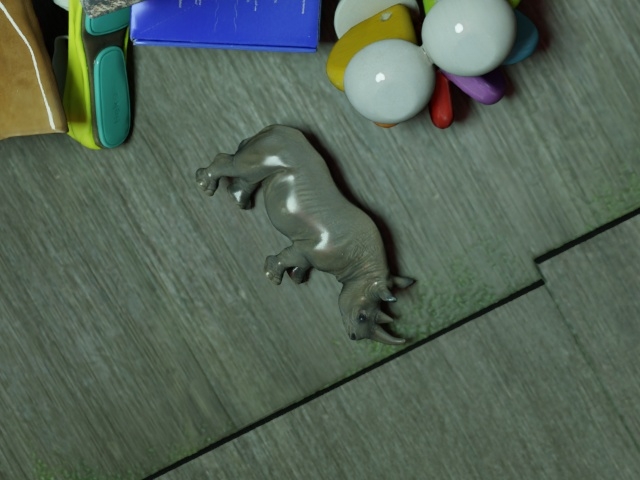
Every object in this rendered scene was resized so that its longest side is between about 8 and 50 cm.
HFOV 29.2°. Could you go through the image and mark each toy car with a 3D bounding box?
[{"bbox_3d":[0.102,-0.161,1.033,0.182,0.159,0.136,-30,125,20],"label":"toy car"}]

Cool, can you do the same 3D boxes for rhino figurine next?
[{"bbox_3d":[0.000,0.000,1.123,0.106,0.073,0.243,-38,90,24],"label":"rhino figurine"}]

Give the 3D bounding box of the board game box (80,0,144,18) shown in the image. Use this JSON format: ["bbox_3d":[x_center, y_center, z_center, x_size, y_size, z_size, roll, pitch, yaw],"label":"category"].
[{"bbox_3d":[-0.080,-0.328,0.925,0.291,0.141,0.232,-19,108,-4],"label":"board game box"}]

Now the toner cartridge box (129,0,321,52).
[{"bbox_3d":[-0.076,-0.339,1.037,0.165,0.075,0.347,1,105,-11],"label":"toner cartridge box"}]

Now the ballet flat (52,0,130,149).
[{"bbox_3d":[-0.214,-0.196,1.141,0.077,0.077,0.231,24,120,27],"label":"ballet flat"}]

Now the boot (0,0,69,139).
[{"bbox_3d":[-0.262,-0.229,1.057,0.264,0.096,0.280,-8,94,16],"label":"boot"}]

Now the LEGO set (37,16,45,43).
[{"bbox_3d":[-0.343,-0.271,1.169,0.093,0.087,0.227,-8,97,19],"label":"LEGO set"}]
